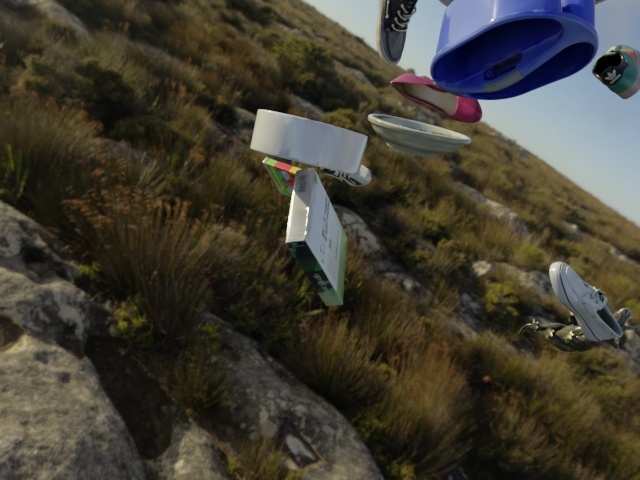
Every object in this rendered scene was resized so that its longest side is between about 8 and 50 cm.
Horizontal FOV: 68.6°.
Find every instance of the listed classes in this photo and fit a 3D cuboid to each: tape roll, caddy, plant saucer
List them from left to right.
[{"bbox_3d":[-0.029,-0.245,1.175,0.286,0.100,0.286,13,11,-2],"label":"tape roll"},{"bbox_3d":[0.368,-0.396,1.813,0.400,0.101,0.400,11,21,-4],"label":"plant saucer"},{"bbox_3d":[0.386,-0.396,0.962,0.241,0.179,0.341,15,-10,-26],"label":"caddy"}]

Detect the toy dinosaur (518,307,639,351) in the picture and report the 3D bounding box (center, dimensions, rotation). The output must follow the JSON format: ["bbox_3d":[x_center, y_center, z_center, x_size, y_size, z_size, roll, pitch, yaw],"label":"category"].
[{"bbox_3d":[0.707,0.271,1.322,0.160,0.313,0.121,31,52,-18],"label":"toy dinosaur"}]

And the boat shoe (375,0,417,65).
[{"bbox_3d":[0.308,-0.876,1.848,0.127,0.341,0.158,-12,17,-25],"label":"boat shoe"}]

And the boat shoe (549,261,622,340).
[{"bbox_3d":[0.592,0.130,1.038,0.226,0.075,0.083,48,54,-19],"label":"boat shoe"}]

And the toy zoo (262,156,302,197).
[{"bbox_3d":[-0.088,-0.218,1.848,0.293,0.030,0.192,24,-24,39],"label":"toy zoo"}]

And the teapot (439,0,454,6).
[{"bbox_3d":[0.423,-0.785,1.290,0.252,0.256,0.187,32,60,-10],"label":"teapot"}]

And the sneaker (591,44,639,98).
[{"bbox_3d":[0.911,-0.552,1.452,0.121,0.108,0.302,32,42,-6],"label":"sneaker"}]

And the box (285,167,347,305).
[{"bbox_3d":[0.000,0.000,1.250,0.322,0.058,0.233,60,29,-49],"label":"box"}]

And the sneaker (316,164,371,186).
[{"bbox_3d":[0.071,-0.276,1.804,0.235,0.094,0.153,34,19,26],"label":"sneaker"}]

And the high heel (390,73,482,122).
[{"bbox_3d":[0.289,-0.358,1.184,0.117,0.082,0.244,-18,52,-30],"label":"high heel"}]

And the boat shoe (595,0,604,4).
[{"bbox_3d":[0.673,-0.698,1.322,0.121,0.119,0.335,-7,10,-28],"label":"boat shoe"}]
